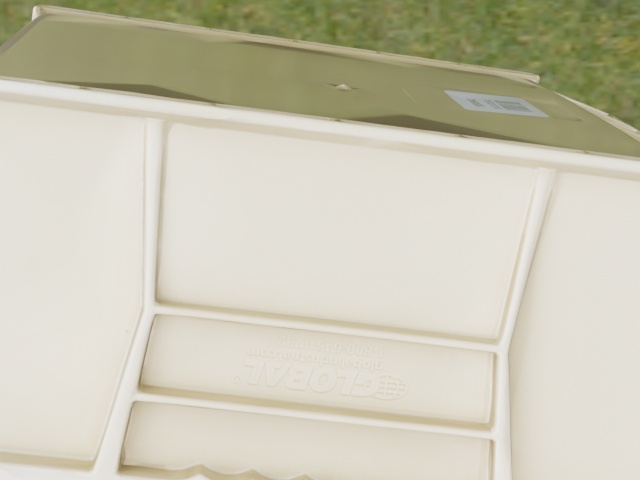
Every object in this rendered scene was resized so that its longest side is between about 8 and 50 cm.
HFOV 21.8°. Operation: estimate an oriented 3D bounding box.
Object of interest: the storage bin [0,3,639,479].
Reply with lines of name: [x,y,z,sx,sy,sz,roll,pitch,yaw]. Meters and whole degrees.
storage bin: [0.000,0.000,0.601,0.260,0.262,0.123,8,101,-5]
